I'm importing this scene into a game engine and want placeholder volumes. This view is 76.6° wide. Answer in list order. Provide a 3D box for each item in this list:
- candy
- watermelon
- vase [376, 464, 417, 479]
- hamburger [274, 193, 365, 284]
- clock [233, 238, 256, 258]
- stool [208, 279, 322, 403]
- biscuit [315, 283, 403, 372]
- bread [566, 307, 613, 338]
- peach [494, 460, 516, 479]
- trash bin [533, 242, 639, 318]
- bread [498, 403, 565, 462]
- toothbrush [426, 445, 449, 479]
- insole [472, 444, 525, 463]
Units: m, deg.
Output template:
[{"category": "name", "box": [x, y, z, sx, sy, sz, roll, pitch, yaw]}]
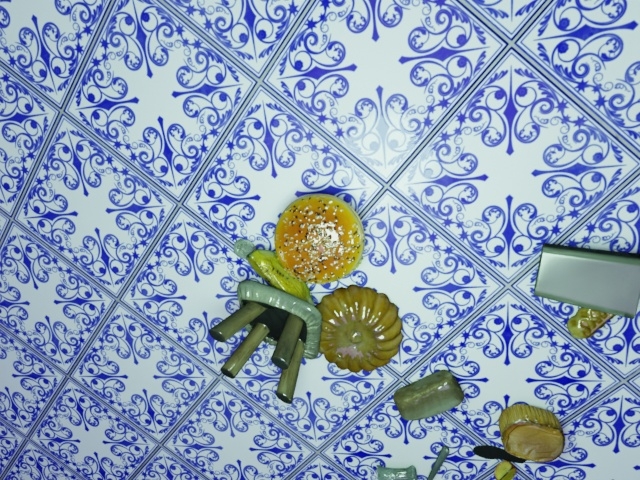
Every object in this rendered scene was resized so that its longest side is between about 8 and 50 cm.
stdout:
[{"category": "candy", "box": [0.371, 0.539, 1.405, 0.234, 0.102, 0.104, -33, 100, 18]}, {"category": "watermelon", "box": [-0.130, 0.138, 1.351, 0.123, 0.129, 0.301, -38, 104, 15]}, {"category": "vase", "box": [0.295, 0.903, 1.556, 0.149, 0.081, 0.080, -9, 106, 11]}, {"category": "hamburger", "box": [0.000, 0.000, 1.258, 0.301, 0.176, 0.299, 3, 107, 11]}, {"category": "clock", "box": [-0.261, 0.031, 1.405, 0.084, 0.010, 0.074, 15, 110, 5]}, {"category": "stool", "box": [-0.176, 0.324, 1.314, 0.311, 0.226, 0.310, 18, 134, 18]}, {"category": "biscuit", "box": [0.121, 0.312, 1.381, 0.327, 0.107, 0.324, 3, 105, 10]}, {"category": "bread", "box": [0.879, 0.156, 1.194, 0.367, 0.084, 0.077, -55, 51, 22]}, {"category": "peach", "box": [0.668, 0.837, 1.473, 0.078, 0.050, 0.083, -9, 120, -12]}, {"category": "trash bin", "box": [0.747, 0.105, 1.143, 0.241, 0.122, 0.163, 9, 102, 27]}, {"category": "bread", "box": [0.711, 0.646, 1.376, 0.200, 0.104, 0.198, 5, 112, 13]}, {"category": "toothbrush", "box": [0.427, 0.900, 1.553, 0.030, 0.031, 0.296, 26, 110, 21]}, {"category": "insole", "box": [0.655, 0.782, 1.482, 0.189, 0.004, 0.063, 8, 110, 8]}]
